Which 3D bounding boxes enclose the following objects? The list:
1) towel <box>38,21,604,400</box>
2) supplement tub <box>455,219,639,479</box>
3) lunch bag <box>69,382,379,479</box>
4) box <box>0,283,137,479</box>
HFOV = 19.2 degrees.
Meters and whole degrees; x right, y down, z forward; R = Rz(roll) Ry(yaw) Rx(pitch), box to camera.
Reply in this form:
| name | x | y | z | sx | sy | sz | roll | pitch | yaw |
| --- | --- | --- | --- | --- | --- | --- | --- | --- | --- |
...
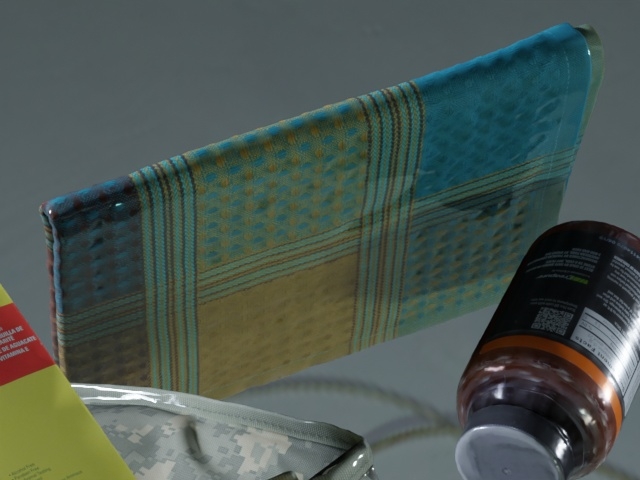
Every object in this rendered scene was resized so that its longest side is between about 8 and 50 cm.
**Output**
| name | x | y | z | sx | sy | sz | roll | pitch | yaw |
| --- | --- | --- | --- | --- | --- | --- | --- | --- | --- |
| towel | 0.000 | 0.000 | 1.227 | 0.370 | 0.271 | 0.040 | -18 | 57 | -18 |
| supplement tub | 0.150 | 0.081 | 1.205 | 0.106 | 0.106 | 0.198 | 32 | 45 | 2 |
| lunch bag | -0.066 | 0.211 | 0.979 | 0.169 | 0.287 | 0.235 | -34 | 115 | -46 |
| box | -0.147 | 0.079 | 0.825 | 0.058 | 0.087 | 0.232 | -22 | 61 | -33 |
